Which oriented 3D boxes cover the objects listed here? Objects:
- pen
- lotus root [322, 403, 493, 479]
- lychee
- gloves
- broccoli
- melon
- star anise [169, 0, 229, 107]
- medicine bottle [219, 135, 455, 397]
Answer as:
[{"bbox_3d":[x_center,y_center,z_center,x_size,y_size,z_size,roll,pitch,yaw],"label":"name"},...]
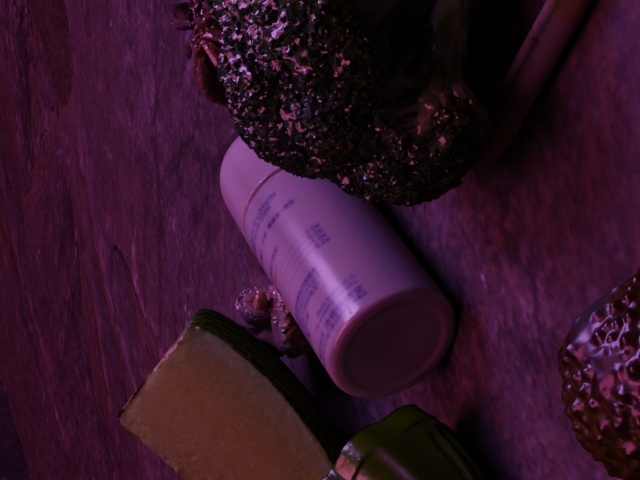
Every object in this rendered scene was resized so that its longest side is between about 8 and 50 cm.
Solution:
[{"bbox_3d":[0.161,-0.135,0.960,0.233,0.032,0.040,114,148,-48],"label":"pen"},{"bbox_3d":[0.101,0.260,1.080,0.186,0.186,0.186,173,90,-67],"label":"lotus root"},{"bbox_3d":[0.229,0.090,0.729,0.171,0.171,0.171,173,90,-67],"label":"lychee"},{"bbox_3d":[-0.040,0.085,1.399,0.144,0.094,0.110,-1,124,54],"label":"gloves"},{"bbox_3d":[0.033,-0.150,1.013,0.261,0.269,0.241,42,106,7],"label":"broccoli"},{"bbox_3d":[-0.071,0.263,1.378,0.343,0.226,0.331,42,149,-1],"label":"melon"},{"bbox_3d":[-0.116,-0.264,1.493,0.229,0.093,0.236,33,131,53],"label":"star anise"},{"bbox_3d":[0.000,0.000,1.242,0.341,0.130,0.130,-126,36,-46],"label":"medicine bottle"}]
